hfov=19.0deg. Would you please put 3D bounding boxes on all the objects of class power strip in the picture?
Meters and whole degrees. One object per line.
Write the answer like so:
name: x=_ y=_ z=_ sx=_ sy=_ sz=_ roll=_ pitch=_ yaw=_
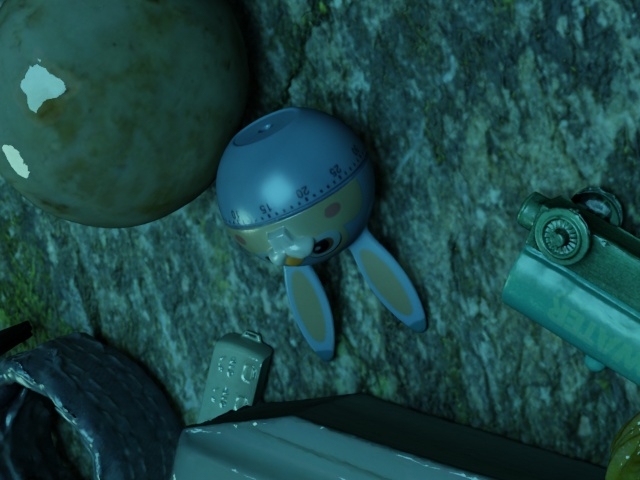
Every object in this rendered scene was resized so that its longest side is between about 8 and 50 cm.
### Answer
power strip: x=-0.104 y=0.217 z=2.036 sx=0.060 sy=0.027 sz=0.252 roll=19 pitch=104 yaw=24

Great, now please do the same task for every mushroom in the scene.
mushroom: x=-0.232 y=-0.166 z=1.934 sx=0.290 sy=0.297 sz=0.297 roll=18 pitch=106 yaw=49

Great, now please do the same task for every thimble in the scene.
thimble: x=-0.265 y=0.220 z=2.041 sx=0.205 sy=0.172 sz=0.236 roll=-17 pitch=87 yaw=25

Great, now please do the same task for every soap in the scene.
soap: x=0.057 y=0.329 z=1.865 sx=0.435 sy=0.213 sz=0.350 roll=16 pitch=106 yaw=24

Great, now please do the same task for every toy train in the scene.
toy train: x=0.281 y=0.057 z=1.789 sx=0.248 sy=0.101 sz=0.159 roll=31 pitch=122 yaw=22

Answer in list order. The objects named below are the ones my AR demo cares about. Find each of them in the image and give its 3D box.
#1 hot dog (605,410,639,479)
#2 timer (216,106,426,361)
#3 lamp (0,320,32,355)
hot dog: x=0.379 y=0.197 z=1.676 sx=0.259 sy=0.114 sz=0.175 roll=-18 pitch=87 yaw=-8
timer: x=-0.011 y=-0.005 z=1.888 sx=0.175 sy=0.175 sz=0.255 roll=-17 pitch=88 yaw=28
lamp: x=-0.461 y=0.051 z=2.126 sx=0.203 sy=0.124 sz=0.283 roll=-34 pitch=75 yaw=24
